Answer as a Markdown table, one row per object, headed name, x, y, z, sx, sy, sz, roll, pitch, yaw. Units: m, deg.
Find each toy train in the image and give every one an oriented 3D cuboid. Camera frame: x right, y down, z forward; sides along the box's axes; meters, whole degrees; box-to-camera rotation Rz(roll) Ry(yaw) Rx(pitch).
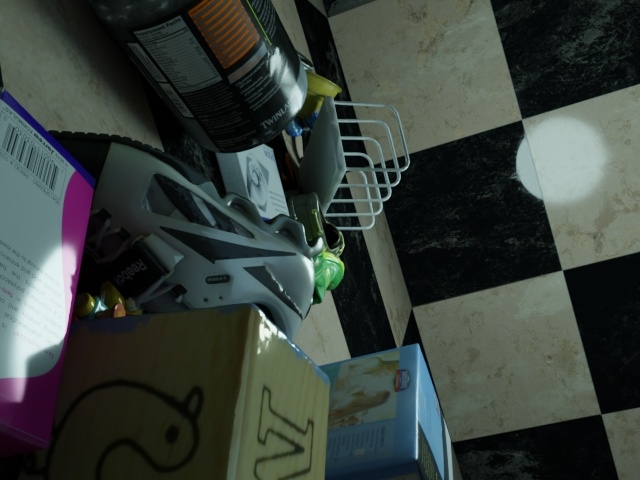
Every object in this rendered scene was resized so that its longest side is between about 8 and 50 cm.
| name | x | y | z | sx | sy | sz | roll | pitch | yaw |
| --- | --- | --- | --- | --- | --- | --- | --- | --- | --- |
| toy train | -0.194 | 0.097 | 0.657 | 0.166 | 0.046 | 0.125 | -28 | 101 | -76 |

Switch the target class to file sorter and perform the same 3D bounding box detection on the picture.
| name | x | y | z | sx | sy | sz | roll | pitch | yaw |
| --- | --- | --- | --- | --- | --- | --- | --- | --- | --- |
| file sorter | 0.070 | -0.164 | 1.459 | 0.277 | 0.173 | 0.193 | 116 | -31 | -59 |

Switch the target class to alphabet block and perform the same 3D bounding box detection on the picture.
| name | x | y | z | sx | sy | sz | roll | pitch | yaw |
| --- | --- | --- | --- | --- | --- | --- | --- | --- | --- |
| alphabet block | -0.110 | 0.186 | 0.537 | 0.193 | 0.192 | 0.197 | 53 | 34 | -52 |

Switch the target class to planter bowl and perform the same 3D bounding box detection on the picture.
| name | x | y | z | sx | sy | sz | roll | pitch | yaw |
| --- | --- | --- | --- | --- | --- | --- | --- | --- | --- |
| planter bowl | -0.069 | -0.327 | 1.416 | 0.217 | 0.217 | 0.090 | 0 | 109 | -76 |

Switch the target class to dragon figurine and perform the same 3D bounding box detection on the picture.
| name | x | y | z | sx | sy | sz | roll | pitch | yaw |
| --- | --- | --- | --- | --- | --- | --- | --- | --- | --- |
| dragon figurine | -0.047 | -0.313 | 1.590 | 0.144 | 0.085 | 0.289 | -85 | 156 | -56 |

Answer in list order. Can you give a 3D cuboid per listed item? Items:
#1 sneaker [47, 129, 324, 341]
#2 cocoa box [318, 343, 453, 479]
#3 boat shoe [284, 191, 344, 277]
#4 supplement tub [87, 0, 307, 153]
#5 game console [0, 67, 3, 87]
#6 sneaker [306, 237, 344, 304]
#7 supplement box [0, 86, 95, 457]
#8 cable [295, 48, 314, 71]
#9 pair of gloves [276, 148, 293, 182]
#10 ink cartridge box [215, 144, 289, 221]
| name | x | y | z | sx | sy | sz | roll | pitch | yaw |
| --- | --- | --- | --- | --- | --- | --- | --- | --- | --- |
| sneaker | -0.144 | 0.014 | 0.589 | 0.330 | 0.122 | 0.146 | 23 | 59 | -25 |
| cocoa box | 0.089 | 0.369 | 1.076 | 0.347 | 0.231 | 0.228 | -66 | 138 | -69 |
| boat shoe | 0.000 | 0.004 | 1.418 | 0.305 | 0.091 | 0.109 | 58 | 22 | -48 |
| supplement tub | -0.166 | -0.293 | 0.859 | 0.338 | 0.207 | 0.207 | 57 | 22 | -51 |
| game console | -0.287 | -0.171 | 0.535 | 0.107 | 0.071 | 0.122 | 23 | 54 | -72 |
| sneaker | -0.030 | 0.069 | 1.268 | 0.295 | 0.109 | 0.123 | 42 | 62 | -72 |
| supplement box | -0.240 | 0.025 | 0.423 | 0.111 | 0.114 | 0.220 | 58 | 20 | -51 |
| cable | -0.104 | -0.421 | 1.309 | 0.287 | 0.072 | 0.139 | 21 | 23 | -36 |
| pair of gloves | -0.081 | -0.169 | 1.458 | 0.083 | 0.010 | 0.074 | -2 | 78 | -73 |
| ink cartridge box | -0.113 | -0.078 | 1.162 | 0.223 | 0.045 | 0.224 | 8 | 68 | -75 |
